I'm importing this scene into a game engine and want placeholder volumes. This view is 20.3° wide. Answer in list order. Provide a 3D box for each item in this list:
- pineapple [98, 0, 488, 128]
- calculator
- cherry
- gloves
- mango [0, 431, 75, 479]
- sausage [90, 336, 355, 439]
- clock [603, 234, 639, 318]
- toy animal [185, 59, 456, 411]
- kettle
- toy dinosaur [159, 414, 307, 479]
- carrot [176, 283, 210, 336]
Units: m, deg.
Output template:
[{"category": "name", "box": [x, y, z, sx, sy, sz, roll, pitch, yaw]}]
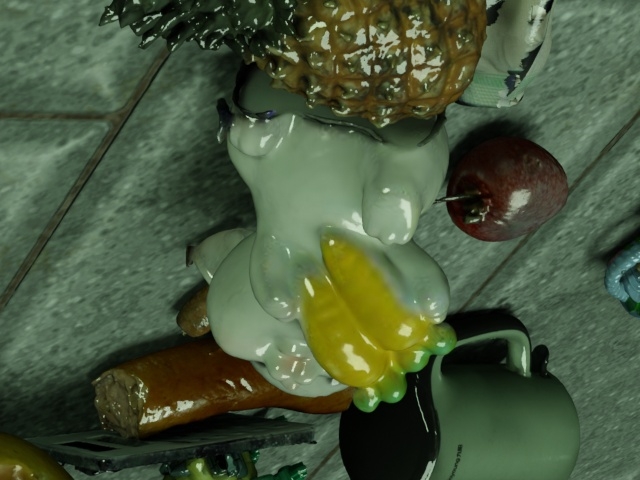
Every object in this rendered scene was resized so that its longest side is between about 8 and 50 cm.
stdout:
[{"category": "pineapple", "box": [-0.028, -0.158, 1.215, 0.279, 0.158, 0.158, 2, 140, -31]}, {"category": "calculator", "box": [-0.149, 0.194, 1.724, 0.262, 0.021, 0.161, -3, -177, -42]}, {"category": "cherry", "box": [0.133, -0.051, 1.617, 0.225, 0.090, 0.107, 4, 150, -34]}, {"category": "gloves", "box": [0.134, -0.206, 1.317, 0.127, 0.111, 0.212, -60, 155, -58]}, {"category": "mango", "box": [-0.314, 0.269, 1.603, 0.253, 0.182, 0.365, -13, 162, 19]}, {"category": "sausage", "box": [-0.077, 0.134, 1.730, 0.302, 0.076, 0.103, -4, 141, -38]}, {"category": "clock", "box": [0.407, 0.013, 1.971, 0.194, 0.100, 0.195, -36, 151, 15]}, {"category": "toy animal", "box": [-0.002, 0.004, 1.427, 0.183, 0.247, 0.310, -2, 130, -10]}, {"category": "kettle", "box": [0.156, 0.191, 1.995, 0.255, 0.165, 0.240, 6, 107, -43]}, {"category": "toy dinosaur", "box": [-0.115, 0.266, 1.916, 0.153, 0.094, 0.259, -11, 157, -24]}, {"category": "carrot", "box": [-0.068, 0.031, 1.613, 0.165, 0.035, 0.036, -41, 151, 16]}]
